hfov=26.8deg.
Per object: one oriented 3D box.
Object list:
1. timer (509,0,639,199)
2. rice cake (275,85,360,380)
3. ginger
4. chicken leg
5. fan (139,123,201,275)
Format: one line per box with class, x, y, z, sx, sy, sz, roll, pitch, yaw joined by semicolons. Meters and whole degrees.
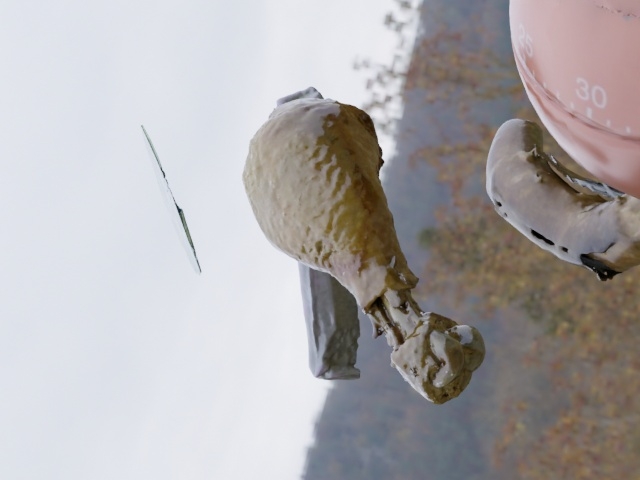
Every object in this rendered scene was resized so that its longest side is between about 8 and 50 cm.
timer;0.222;-0.137;0.764;0.215;0.229;0.229;76;-152;-53
rice cake;0.000;0.000;1.184;0.049;0.055;0.270;28;129;60
ginger;0.290;-0.045;1.564;0.107;0.309;0.133;5;-72;-41
chicken leg;0.029;0.005;0.958;0.087;0.251;0.107;-5;-35;-52
fan;-0.204;-0.051;1.829;0.131;0.009;0.240;104;145;-67
